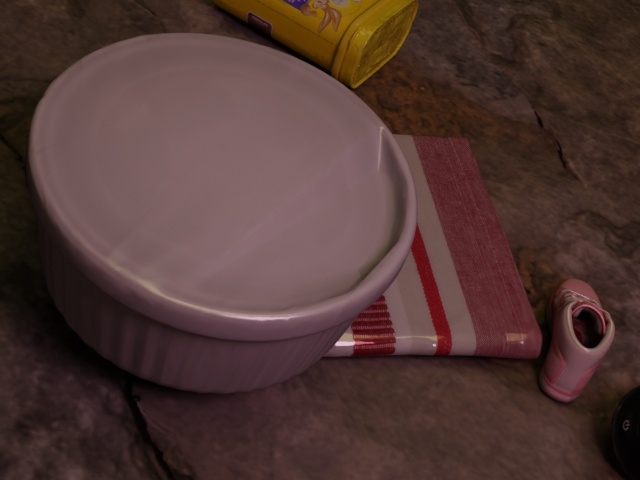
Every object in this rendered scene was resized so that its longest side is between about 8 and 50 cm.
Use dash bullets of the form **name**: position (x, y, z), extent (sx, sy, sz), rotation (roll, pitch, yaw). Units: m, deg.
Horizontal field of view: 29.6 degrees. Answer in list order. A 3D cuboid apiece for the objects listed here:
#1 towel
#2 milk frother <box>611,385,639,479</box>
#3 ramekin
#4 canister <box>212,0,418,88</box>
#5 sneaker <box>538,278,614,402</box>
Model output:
- **towel**: position (0.000, 0.000, 0.988), extent (0.329, 0.037, 0.237), rotation (2, 48, -18)
- **milk frother**: position (0.311, 0.157, 0.877), extent (0.143, 0.135, 0.129), rotation (-3, 79, -21)
- **ramekin**: position (-0.076, -0.013, 0.860), extent (0.272, 0.127, 0.273), rotation (10, 46, -10)
- **canister**: position (-0.006, -0.235, 1.195), extent (0.170, 0.073, 0.126), rotation (32, 43, 13)
- **sneaker**: position (0.214, 0.064, 0.982), extent (0.051, 0.070, 0.134), rotation (22, 41, 3)
